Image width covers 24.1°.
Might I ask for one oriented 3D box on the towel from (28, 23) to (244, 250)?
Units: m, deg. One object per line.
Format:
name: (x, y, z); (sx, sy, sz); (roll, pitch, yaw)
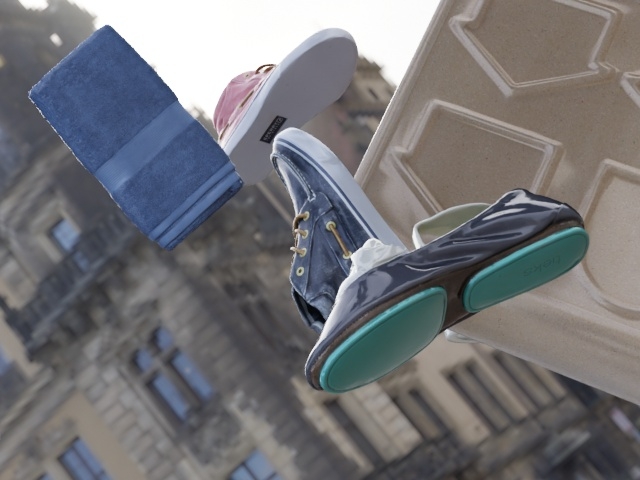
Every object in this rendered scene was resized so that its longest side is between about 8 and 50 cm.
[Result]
towel: (-0.102, -0.056, 0.834); (0.067, 0.119, 0.029); (-43, 7, -21)

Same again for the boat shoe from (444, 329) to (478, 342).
boat shoe: (0.196, 0.033, 1.342); (0.116, 0.099, 0.319); (-21, -13, 30)

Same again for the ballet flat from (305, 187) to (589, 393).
ballet flat: (0.063, 0.022, 0.876); (0.203, 0.074, 0.074); (-26, -19, -23)

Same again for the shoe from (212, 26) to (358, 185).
shoe: (-0.037, -0.134, 1.310); (0.063, 0.081, 0.178); (19, -54, -32)

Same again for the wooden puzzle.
wooden puzzle: (0.213, -0.068, 1.187); (0.348, 0.322, 0.080); (-66, -17, -11)

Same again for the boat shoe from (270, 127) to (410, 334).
boat shoe: (0.000, 0.000, 1.088); (0.083, 0.183, 0.065); (-33, -24, -14)
